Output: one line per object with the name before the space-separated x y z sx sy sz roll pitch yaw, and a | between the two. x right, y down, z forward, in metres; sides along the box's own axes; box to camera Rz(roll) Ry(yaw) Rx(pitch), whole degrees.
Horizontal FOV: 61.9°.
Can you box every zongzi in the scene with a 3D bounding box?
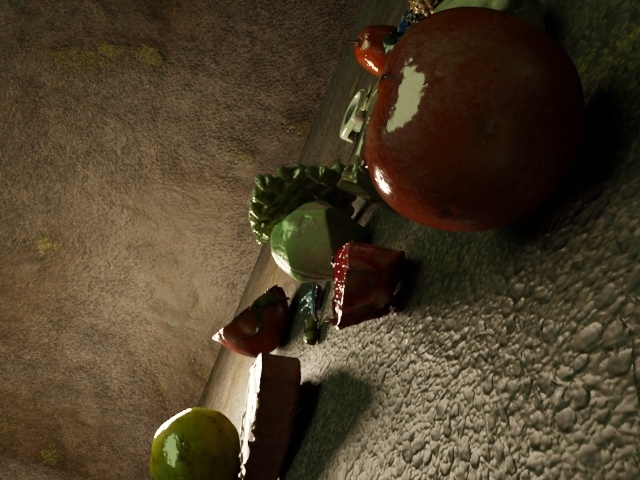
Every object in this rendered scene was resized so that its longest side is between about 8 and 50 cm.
zongzi | -0.030 0.257 1.399 0.076 0.040 0.083 -92 14 -48

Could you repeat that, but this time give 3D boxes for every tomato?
tomato | -0.205 0.298 1.777 0.309 0.170 0.309 -37 -8 -6
tomato | 0.185 -0.134 0.643 0.265 0.264 0.265 -158 90 -78

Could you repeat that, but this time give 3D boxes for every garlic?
garlic | 0.144 -0.233 1.238 0.325 0.132 0.279 -63 9 -9

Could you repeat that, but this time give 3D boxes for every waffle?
waffle | -0.045 -0.086 1.411 0.309 0.291 0.056 94 166 -50

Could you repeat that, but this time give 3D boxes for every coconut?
coconut | 0.000 0.000 1.315 0.236 0.235 0.205 126 149 -48

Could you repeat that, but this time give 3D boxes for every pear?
pear | -0.376 0.683 1.629 0.287 0.287 0.375 -62 28 24

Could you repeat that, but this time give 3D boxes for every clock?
clock | 0.134 -0.443 1.842 0.191 0.062 0.152 132 158 -56

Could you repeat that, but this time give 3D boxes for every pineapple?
pineapple | 0.257 -0.574 1.418 0.119 0.111 0.237 55 128 44

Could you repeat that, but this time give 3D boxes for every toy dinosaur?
toy dinosaur | -0.022 0.166 1.498 0.080 0.045 0.197 -44 31 33

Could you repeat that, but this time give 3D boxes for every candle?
candle | -0.116 0.424 1.275 0.317 0.131 0.287 113 166 -56

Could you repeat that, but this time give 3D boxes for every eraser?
eraser | 0.263 -0.591 1.481 0.063 0.084 0.027 -66 -9 13

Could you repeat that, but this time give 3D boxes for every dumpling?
dumpling | 0.267 -0.291 0.874 0.318 0.187 0.243 -65 -35 -58

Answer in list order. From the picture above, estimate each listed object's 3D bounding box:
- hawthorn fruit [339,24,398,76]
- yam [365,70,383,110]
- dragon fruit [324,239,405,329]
hawthorn fruit | 0.164 -0.596 1.641 0.162 0.203 0.163 -158 90 -81
yam | 0.221 -0.508 1.558 0.317 0.067 0.071 -63 -14 16
dragon fruit | 0.083 0.095 1.011 0.274 0.126 0.161 129 151 -81
